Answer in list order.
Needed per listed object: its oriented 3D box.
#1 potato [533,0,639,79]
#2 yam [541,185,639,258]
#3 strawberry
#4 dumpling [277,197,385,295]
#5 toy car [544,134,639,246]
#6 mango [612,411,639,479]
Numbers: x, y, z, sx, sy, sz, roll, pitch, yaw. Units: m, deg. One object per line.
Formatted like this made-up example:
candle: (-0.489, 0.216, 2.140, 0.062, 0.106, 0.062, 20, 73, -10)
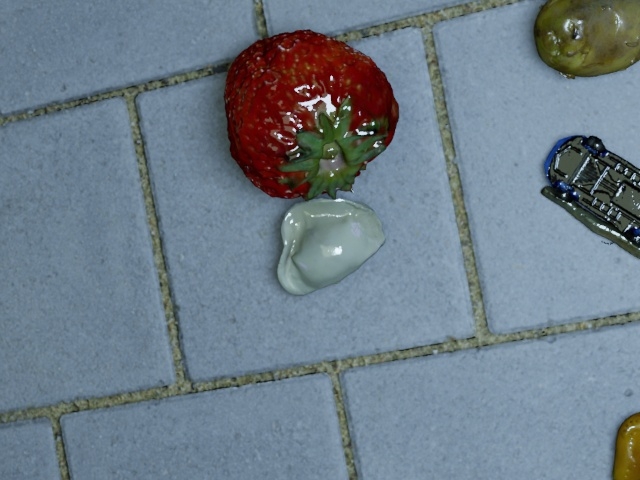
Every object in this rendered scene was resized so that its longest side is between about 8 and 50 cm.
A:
potato: (0.386, -0.299, 1.557, 0.176, 0.137, 0.137, -4, 91, -6)
yam: (0.423, -0.011, 1.607, 0.234, 0.029, 0.027, 33, 73, 13)
strawberry: (-0.024, -0.201, 1.624, 0.257, 0.257, 0.277, -29, 57, 14)
dumpling: (-0.002, 0.001, 1.671, 0.169, 0.100, 0.134, -26, 112, 29)
toy car: (0.423, -0.072, 1.584, 0.216, 0.063, 0.103, 35, 99, 18)
mango: (0.460, 0.306, 1.589, 0.077, 0.063, 0.127, 16, 101, 9)
